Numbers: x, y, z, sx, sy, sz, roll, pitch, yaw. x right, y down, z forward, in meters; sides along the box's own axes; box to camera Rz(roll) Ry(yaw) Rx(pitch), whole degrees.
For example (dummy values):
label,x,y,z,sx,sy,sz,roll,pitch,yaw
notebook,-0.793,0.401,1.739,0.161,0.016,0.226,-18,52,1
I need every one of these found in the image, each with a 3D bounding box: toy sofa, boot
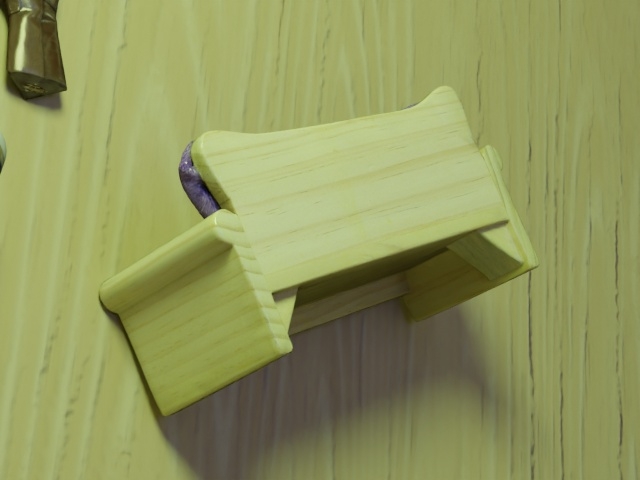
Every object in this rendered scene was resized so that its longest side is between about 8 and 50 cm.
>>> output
label,x,y,z,sx,sy,sz,roll,pitch,yaw
toy sofa,0.000,0.000,1.366,0.362,0.150,0.177,-17,80,-48
boot,-0.239,-0.169,1.283,0.106,0.037,0.114,12,69,-40

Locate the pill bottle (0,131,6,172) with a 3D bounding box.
label,x,y,z,sx,sy,sz,roll,pitch,yaw
pill bottle,-0.279,-0.011,1.121,0.094,0.094,0.169,37,49,-29
